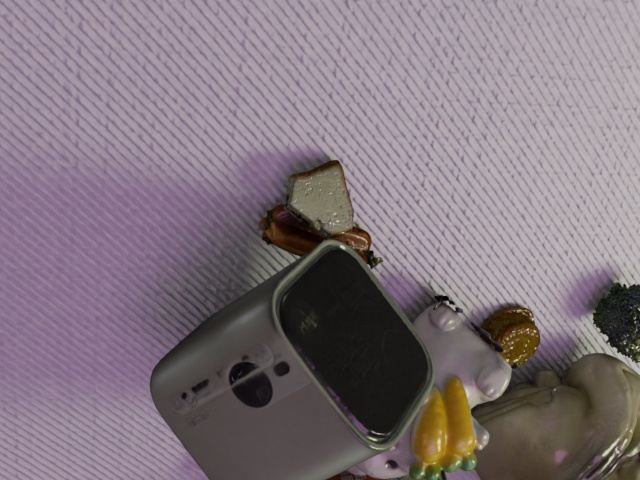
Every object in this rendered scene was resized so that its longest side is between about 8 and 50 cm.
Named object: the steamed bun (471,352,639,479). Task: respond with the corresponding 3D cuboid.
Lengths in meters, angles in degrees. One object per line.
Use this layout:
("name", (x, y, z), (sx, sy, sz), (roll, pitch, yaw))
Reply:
("steamed bun", (0.438, 0.371, 1.594), (0.339, 0.247, 0.352), (-30, 127, 9))

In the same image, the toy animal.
("toy animal", (0.136, 0.245, 1.440), (0.310, 0.247, 0.183), (-46, 108, -3))

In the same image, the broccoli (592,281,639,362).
("broccoli", (0.534, 0.147, 1.570), (0.204, 0.122, 0.118), (28, 90, -47))

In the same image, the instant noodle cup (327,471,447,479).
("instant noodle cup", (0.092, 0.482, 1.563), (0.213, 0.296, 0.297), (-3, 124, -5))

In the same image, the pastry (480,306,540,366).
("pastry", (0.309, 0.160, 1.533), (0.097, 0.057, 0.109), (32, 110, -33))

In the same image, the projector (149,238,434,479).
("projector", (-0.033, 0.179, 1.252), (0.249, 0.248, 0.249), (-34, 95, 33))

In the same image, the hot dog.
("hot dog", (0.000, 0.000, 1.330), (0.188, 0.072, 0.055), (21, 157, -27))

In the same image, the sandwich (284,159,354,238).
("sandwich", (-0.001, -0.049, 1.277), (0.093, 0.035, 0.105), (-24, 101, -21))
